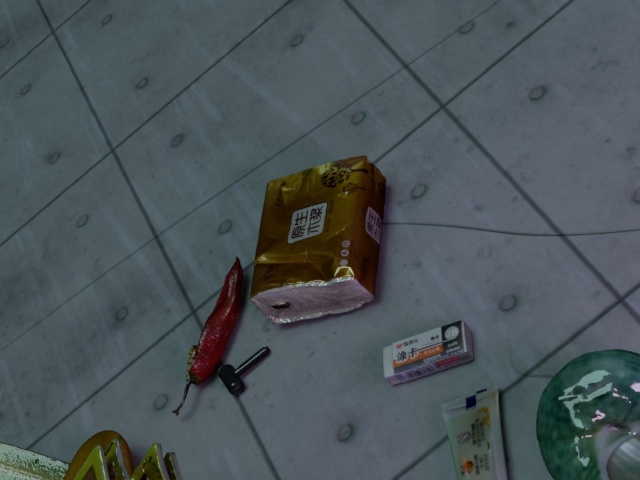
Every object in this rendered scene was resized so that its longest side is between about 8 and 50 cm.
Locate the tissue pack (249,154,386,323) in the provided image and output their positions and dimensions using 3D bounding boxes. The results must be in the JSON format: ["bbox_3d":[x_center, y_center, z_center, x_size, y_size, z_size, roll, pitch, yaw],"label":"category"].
[{"bbox_3d":[0.000,0.000,1.905,0.183,0.092,0.226,-16,46,29],"label":"tissue pack"}]

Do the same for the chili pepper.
[{"bbox_3d":[-0.159,0.141,1.949,0.050,0.059,0.268,21,62,5],"label":"chili pepper"}]

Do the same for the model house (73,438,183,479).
[{"bbox_3d":[-0.220,0.402,1.563,0.357,0.242,0.313,1,81,41],"label":"model house"}]

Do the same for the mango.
[{"bbox_3d":[-0.311,0.369,1.835,0.147,0.109,0.227,-38,36,44],"label":"mango"}]

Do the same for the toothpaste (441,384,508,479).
[{"bbox_3d":[0.193,0.305,1.535,0.314,0.058,0.056,-93,17,-45],"label":"toothpaste"}]

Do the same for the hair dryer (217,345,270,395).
[{"bbox_3d":[-0.106,0.184,1.889,0.083,0.026,0.047,-37,44,-4],"label":"hair dryer"}]

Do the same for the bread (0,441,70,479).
[{"bbox_3d":[-0.441,0.354,1.965,0.139,0.084,0.074,-2,55,36],"label":"bread"}]

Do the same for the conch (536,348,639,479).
[{"bbox_3d":[0.335,0.213,1.443,0.196,0.134,0.202,30,67,6],"label":"conch"}]

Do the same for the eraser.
[{"bbox_3d":[0.141,0.149,1.717,0.122,0.029,0.052,-20,46,23],"label":"eraser"}]
